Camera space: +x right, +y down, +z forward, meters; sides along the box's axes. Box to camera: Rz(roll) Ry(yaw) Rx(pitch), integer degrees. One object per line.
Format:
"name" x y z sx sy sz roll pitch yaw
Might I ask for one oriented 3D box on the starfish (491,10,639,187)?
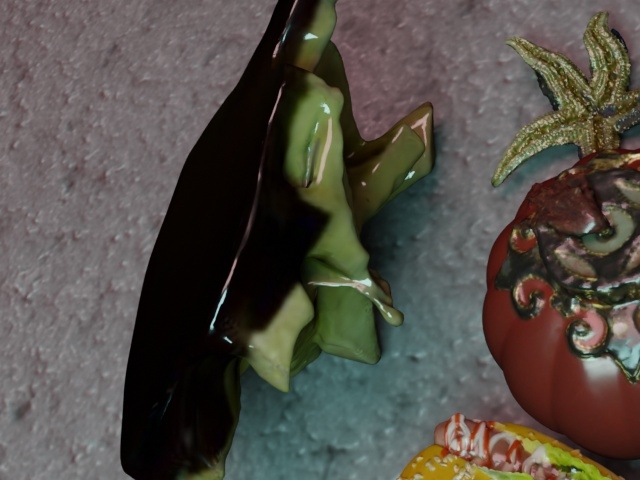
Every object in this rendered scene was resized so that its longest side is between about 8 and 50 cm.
"starfish" 0.215 -0.103 1.005 0.176 0.053 0.208 -32 46 11

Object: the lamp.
"lamp" 0.218 0.037 0.810 0.227 0.227 0.227 -16 54 23

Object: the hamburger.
"hamburger" 0.131 0.215 0.795 0.210 0.116 0.173 32 95 41

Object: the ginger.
"ginger" 0.000 0.000 0.940 0.413 0.211 0.358 -84 19 -44
